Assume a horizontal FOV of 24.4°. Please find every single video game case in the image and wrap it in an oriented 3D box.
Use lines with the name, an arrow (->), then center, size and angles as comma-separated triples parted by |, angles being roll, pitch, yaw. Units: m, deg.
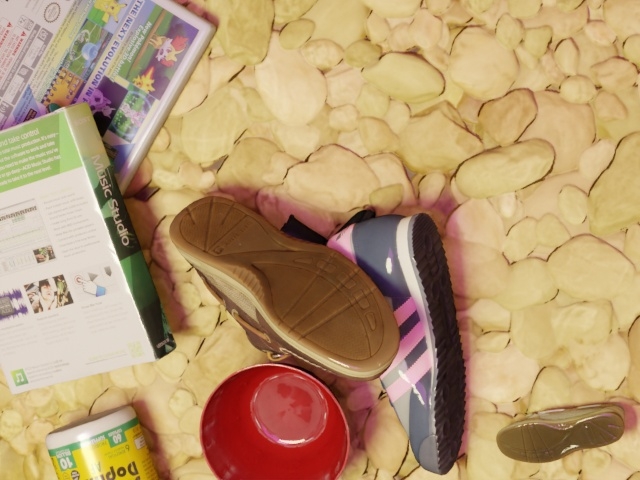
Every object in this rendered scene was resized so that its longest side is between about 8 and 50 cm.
video game case -> -0.334, -0.200, 1.842 | 0.300, 0.036, 0.329 | 32, 100, 8

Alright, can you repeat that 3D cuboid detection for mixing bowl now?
mixing bowl -> -0.046, 0.220, 1.778 | 0.181, 0.098, 0.181 | 3, 104, 11

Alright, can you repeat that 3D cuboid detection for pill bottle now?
pill bottle -> -0.254, 0.319, 1.827 | 0.118, 0.117, 0.208 | -19, 91, 13

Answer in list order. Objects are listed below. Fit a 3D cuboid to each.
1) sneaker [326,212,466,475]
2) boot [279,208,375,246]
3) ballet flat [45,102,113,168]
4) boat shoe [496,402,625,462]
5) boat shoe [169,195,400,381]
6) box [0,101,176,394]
sneaker -> 0.091, 0.123, 1.743 | 0.131, 0.112, 0.319 | -3, 102, 26
boot -> 0.000, 0.000, 1.785 | 0.099, 0.045, 0.121 | 28, 98, 14
ballet flat -> -0.303, -0.116, 1.804 | 0.041, 0.041, 0.114 | -45, 84, 12
boat shoe -> 0.284, 0.223, 1.747 | 0.153, 0.048, 0.056 | -17, 103, 19
boat shoe -> -0.038, 0.074, 1.714 | 0.342, 0.123, 0.123 | 30, 59, 33
box -> -0.332, 0.014, 1.803 | 0.232, 0.058, 0.322 | -15, 100, 27
